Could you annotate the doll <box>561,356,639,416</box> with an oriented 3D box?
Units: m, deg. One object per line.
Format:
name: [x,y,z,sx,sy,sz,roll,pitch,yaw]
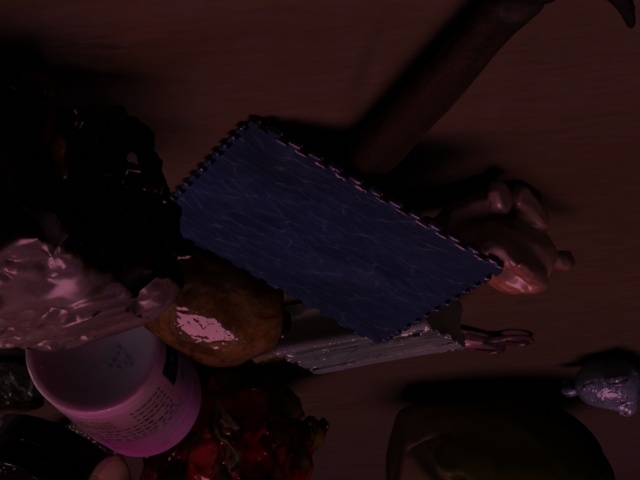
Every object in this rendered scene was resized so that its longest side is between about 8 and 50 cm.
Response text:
doll: [0.417,0.199,2.278,0.180,0.075,0.120,10,162,-30]

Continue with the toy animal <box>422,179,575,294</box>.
toy animal: [0.134,0.017,1.663,0.185,0.104,0.184,-17,156,28]

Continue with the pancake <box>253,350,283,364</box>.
pancake: [-0.022,0.137,2.103,0.129,0.022,0.116,-6,174,17]

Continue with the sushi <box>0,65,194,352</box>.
sushi: [-0.230,-0.027,1.348,0.234,0.207,0.348,-20,163,14]

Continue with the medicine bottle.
medicine bottle: [-0.228,0.151,1.941,0.152,0.152,0.254,-4,162,6]

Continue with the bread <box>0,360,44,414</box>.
bread: [-0.464,0.191,2.169,0.232,0.064,0.172,-14,162,31]

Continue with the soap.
soap: [0.054,0.100,1.958,0.198,0.063,0.114,-11,159,24]

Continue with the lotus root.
lotus root: [-0.121,0.057,1.712,0.138,0.138,0.214,-18,153,40]

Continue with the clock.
clock: [-0.356,0.322,2.166,0.276,0.120,0.379,41,152,-26]

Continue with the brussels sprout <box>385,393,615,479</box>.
brussels sprout: [0.250,0.348,2.403,0.355,0.281,0.289,20,-167,-17]

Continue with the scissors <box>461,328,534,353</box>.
scissors: [0.184,0.121,2.104,0.176,0.022,0.085,12,158,-43]

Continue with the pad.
pad: [0.000,0.000,1.568,0.270,0.012,0.269,28,153,-11]

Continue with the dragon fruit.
dragon fruit: [-0.118,0.281,2.243,0.231,0.237,0.303,14,178,19]

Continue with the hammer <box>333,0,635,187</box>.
hammer: [0.091,-0.127,1.321,0.168,0.044,0.440,5,161,-17]

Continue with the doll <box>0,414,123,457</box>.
doll: [-0.410,0.323,2.543,0.203,0.091,0.286,39,135,-13]
